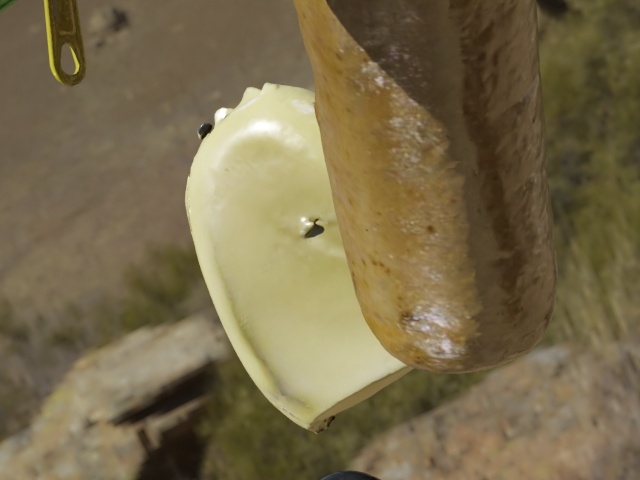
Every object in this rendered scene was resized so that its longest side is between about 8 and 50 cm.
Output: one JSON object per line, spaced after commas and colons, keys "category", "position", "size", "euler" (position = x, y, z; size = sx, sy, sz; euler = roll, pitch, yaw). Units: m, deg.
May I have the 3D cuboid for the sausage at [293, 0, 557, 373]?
{"category": "sausage", "position": [0.048, -0.117, 0.947], "size": [0.123, 0.500, 0.136], "euler": [-8, 46, 2]}

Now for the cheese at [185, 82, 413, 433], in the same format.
{"category": "cheese", "position": [0.000, 0.000, 1.778], "size": [0.260, 0.315, 0.128], "euler": [-30, -3, 13]}

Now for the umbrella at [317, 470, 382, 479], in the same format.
{"category": "umbrella", "position": [-0.008, 0.234, 1.123], "size": [0.113, 0.357, 0.106], "euler": [-19, 57, -21]}

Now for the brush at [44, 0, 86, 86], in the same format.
{"category": "brush", "position": [-0.178, -0.205, 1.277], "size": [0.011, 0.205, 0.083], "euler": [-7, -1, 43]}

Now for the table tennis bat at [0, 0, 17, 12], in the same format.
{"category": "table tennis bat", "position": [-0.193, -0.132, 0.761], "size": [0.257, 0.160, 0.039], "euler": [-44, 38, -16]}
